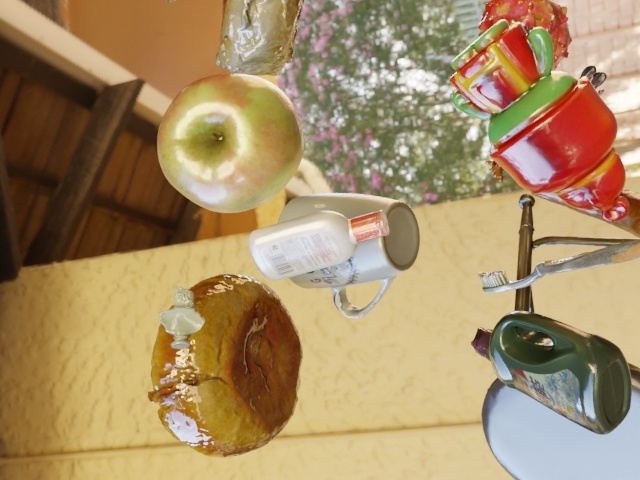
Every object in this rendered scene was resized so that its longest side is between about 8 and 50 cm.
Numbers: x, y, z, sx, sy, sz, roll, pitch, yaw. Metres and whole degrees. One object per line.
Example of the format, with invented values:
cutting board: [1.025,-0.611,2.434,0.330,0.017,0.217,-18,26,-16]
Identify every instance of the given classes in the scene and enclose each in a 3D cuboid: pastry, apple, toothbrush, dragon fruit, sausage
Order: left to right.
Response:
pastry: [-0.169,0.232,1.500,0.356,0.163,0.356,19,-114,-51]
apple: [-0.194,-0.219,1.797,0.277,0.319,0.319,-10,-90,-81]
pastry: [-0.094,-0.421,1.343,0.329,0.136,0.330,-173,90,-80]
dragon fruit: [0.470,-0.450,1.823,0.268,0.205,0.210,59,-140,-39]
toothbrush: [0.327,0.033,1.067,0.028,0.375,0.037,-26,-88,-27]
sausage: [0.538,-0.069,1.503,0.103,0.302,0.076,-10,-61,-46]

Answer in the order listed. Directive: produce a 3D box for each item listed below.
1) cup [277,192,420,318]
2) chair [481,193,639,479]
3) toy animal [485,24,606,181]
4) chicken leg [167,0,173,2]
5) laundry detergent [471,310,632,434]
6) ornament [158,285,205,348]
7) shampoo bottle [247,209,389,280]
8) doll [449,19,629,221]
cup: [0.070,0.032,1.545,0.186,0.234,0.258,-36,-64,-46]
chair: [0.459,0.184,1.267,0.410,0.361,0.365,-50,-45,-47]
toy animal: [0.459,-0.267,1.706,0.225,0.302,0.284,45,-159,22]
chicken leg: [-0.251,-0.640,1.683,0.182,0.409,0.295,-44,-32,-70]
laundry detergent: [0.272,0.146,1.001,0.078,0.221,0.144,-35,-56,-23]
ornament: [-0.214,0.119,1.240,0.092,0.068,0.041,-63,4,-29]
shampoo bottle: [0.000,0.000,1.281,0.051,0.220,0.108,-90,-21,-48]
doll: [0.348,-0.163,1.215,0.363,0.182,0.160,44,-145,-12]
